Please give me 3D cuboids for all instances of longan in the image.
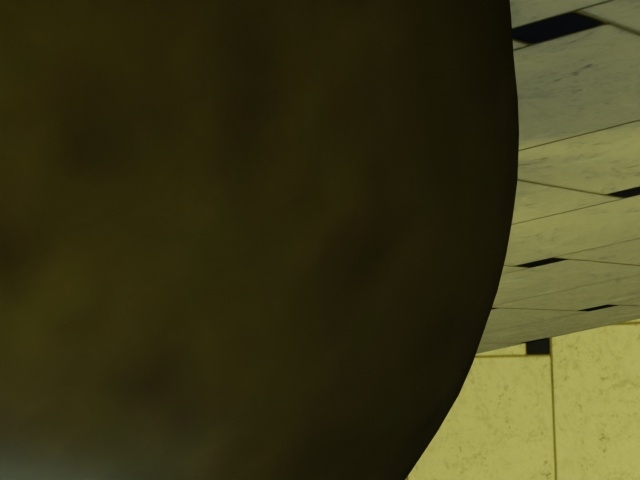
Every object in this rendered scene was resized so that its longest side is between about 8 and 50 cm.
[{"bbox_3d":[-0.111,-0.027,0.535,0.361,0.361,0.361,-9,172,-1],"label":"longan"}]
